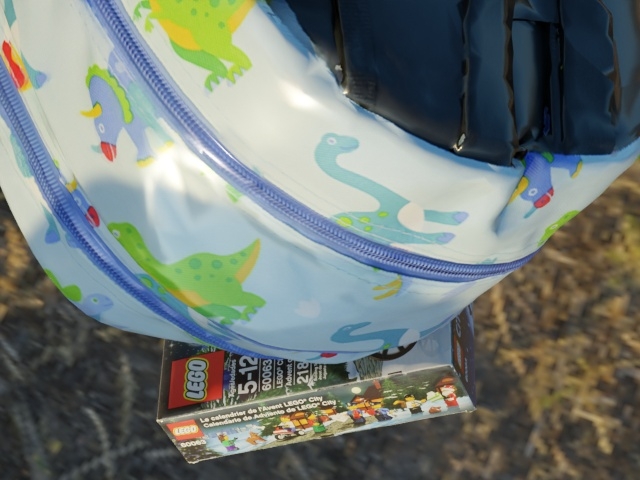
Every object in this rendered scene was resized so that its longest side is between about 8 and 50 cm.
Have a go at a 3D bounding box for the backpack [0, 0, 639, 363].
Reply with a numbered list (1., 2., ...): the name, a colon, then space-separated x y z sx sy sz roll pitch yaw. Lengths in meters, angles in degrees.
1. backpack: -0.016 -0.132 0.718 0.290 0.355 0.273 6 132 -47

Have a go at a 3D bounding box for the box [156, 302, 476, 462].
1. box: 0.000 0.000 1.037 0.044 0.159 0.233 61 22 -46
